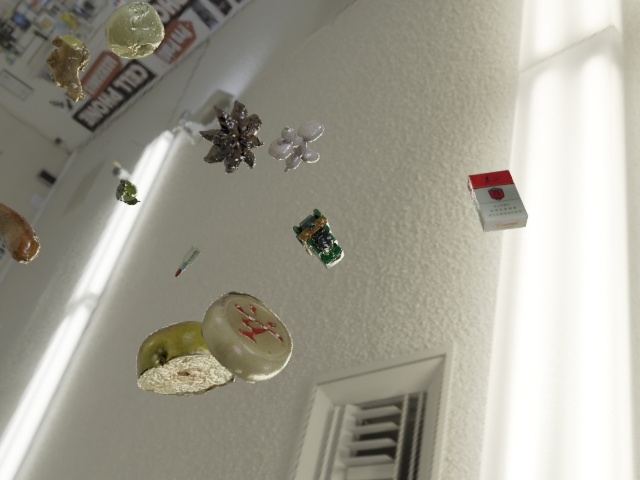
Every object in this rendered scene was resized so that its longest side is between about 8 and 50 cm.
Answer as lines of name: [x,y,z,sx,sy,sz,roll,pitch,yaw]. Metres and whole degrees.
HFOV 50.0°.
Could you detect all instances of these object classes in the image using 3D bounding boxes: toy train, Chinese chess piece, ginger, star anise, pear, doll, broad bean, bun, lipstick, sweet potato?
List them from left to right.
sweet potato: [-0.895,-0.038,1.974,0.292,0.097,0.097,41,-85,22]
ginger: [-0.866,-0.588,2.346,0.074,0.137,0.214,-110,-148,-68]
broad bean: [-0.552,-0.135,1.957,0.213,0.070,0.048,140,-38,-78]
bun: [-0.656,-0.732,2.439,0.220,0.220,0.134,-43,-110,18]
lipstick: [-0.483,0.080,2.467,0.129,0.030,0.030,-51,-132,4]
pear: [-0.460,0.386,2.360,0.340,0.386,0.192,-19,-118,8]
star anise: [-0.264,-0.325,2.210,0.109,0.236,0.223,21,-96,42]
Chinese chess piece: [-0.189,0.247,1.772,0.103,0.249,0.250,-46,-151,21]
doll: [-0.065,-0.248,1.795,0.160,0.161,0.059,-32,-121,-31]
toy train: [0.000,0.000,1.886,0.091,0.136,0.228,-40,167,-5]

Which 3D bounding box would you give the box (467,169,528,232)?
box: [0.403,-0.091,1.572,0.100,0.048,0.152,-6,-128,-3]
